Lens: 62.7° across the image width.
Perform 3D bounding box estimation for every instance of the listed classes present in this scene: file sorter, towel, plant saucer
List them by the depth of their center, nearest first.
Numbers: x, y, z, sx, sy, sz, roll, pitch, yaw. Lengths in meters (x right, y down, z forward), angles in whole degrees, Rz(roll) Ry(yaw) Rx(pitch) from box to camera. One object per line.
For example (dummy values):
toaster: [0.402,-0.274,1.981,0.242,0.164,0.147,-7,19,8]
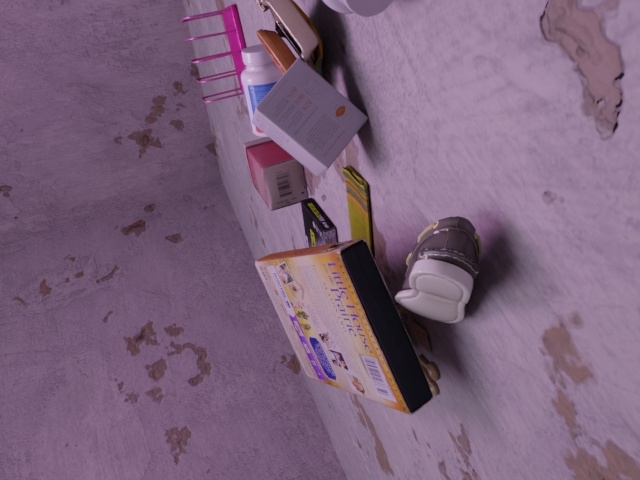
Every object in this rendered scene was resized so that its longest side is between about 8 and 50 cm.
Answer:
plant saucer: [-0.065,-0.372,1.133,0.200,0.037,0.200,54,-176,-6]
towel: [0.085,-0.043,1.173,0.102,0.021,0.237,-124,21,-52]
file sorter: [-0.363,-0.646,1.839,0.202,0.182,0.291,-136,31,-63]

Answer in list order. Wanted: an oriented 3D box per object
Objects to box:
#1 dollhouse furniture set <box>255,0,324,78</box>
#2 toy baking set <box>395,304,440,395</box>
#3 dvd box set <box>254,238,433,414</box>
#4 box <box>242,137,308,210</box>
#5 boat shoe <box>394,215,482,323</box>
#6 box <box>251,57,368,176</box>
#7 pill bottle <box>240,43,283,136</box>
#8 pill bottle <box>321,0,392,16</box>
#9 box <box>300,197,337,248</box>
dollhouse furniture set: [-0.041,-0.485,1.029,0.302,0.151,0.197,54,-174,2]
toy baking set: [0.181,0.234,1.124,0.256,0.030,0.197,138,113,-75]
dvd box set: [0.020,0.158,1.045,0.420,0.062,0.308,-12,104,64]
box: [-0.143,-0.216,1.632,0.232,0.126,0.149,-129,24,-55]
boat shoe: [0.178,0.055,0.787,0.305,0.109,0.091,76,-147,-71]
box: [-0.022,-0.227,0.990,0.170,0.130,0.091,40,169,-8]
pill bottle: [-0.145,-0.403,1.411,0.124,0.124,0.222,-127,23,-53]
pill bottle: [0.033,-0.390,0.748,0.112,0.111,0.187,85,161,-44]
box: [0.000,0.000,1.516,0.184,0.045,0.191,-128,25,-50]
